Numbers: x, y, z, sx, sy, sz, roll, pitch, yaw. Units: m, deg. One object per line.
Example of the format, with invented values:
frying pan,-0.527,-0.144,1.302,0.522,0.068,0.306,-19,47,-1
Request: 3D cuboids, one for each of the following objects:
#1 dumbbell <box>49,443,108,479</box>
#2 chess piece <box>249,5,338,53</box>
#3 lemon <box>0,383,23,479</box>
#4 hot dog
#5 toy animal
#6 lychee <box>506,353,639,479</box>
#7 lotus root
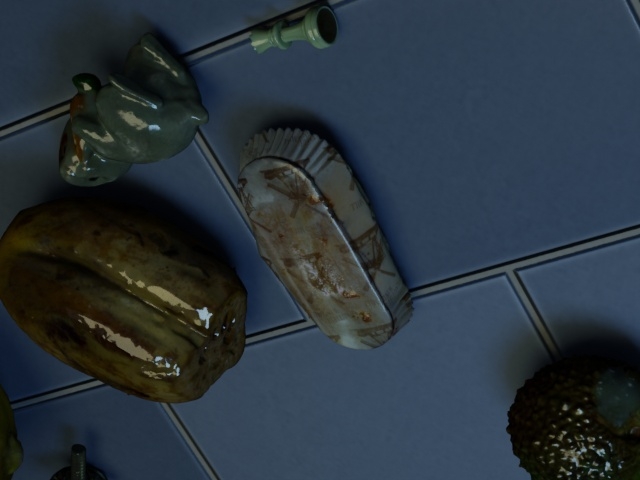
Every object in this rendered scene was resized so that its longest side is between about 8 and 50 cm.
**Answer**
dumbbell,-0.306,0.353,2.179,0.081,0.081,0.254,16,128,13
chess piece,-0.030,-0.202,1.696,0.093,0.042,0.042,-8,119,35
lemon,-0.523,0.243,2.034,0.364,0.364,0.364,12,127,16
hot dog,0.000,0.000,1.802,0.144,0.075,0.268,-8,123,33
toy animal,-0.217,-0.103,1.800,0.138,0.108,0.236,36,130,-4
lychee,0.269,0.195,1.777,0.171,0.171,0.171,12,127,16
lotus root,-0.223,0.051,1.871,0.291,0.193,0.193,24,129,13
